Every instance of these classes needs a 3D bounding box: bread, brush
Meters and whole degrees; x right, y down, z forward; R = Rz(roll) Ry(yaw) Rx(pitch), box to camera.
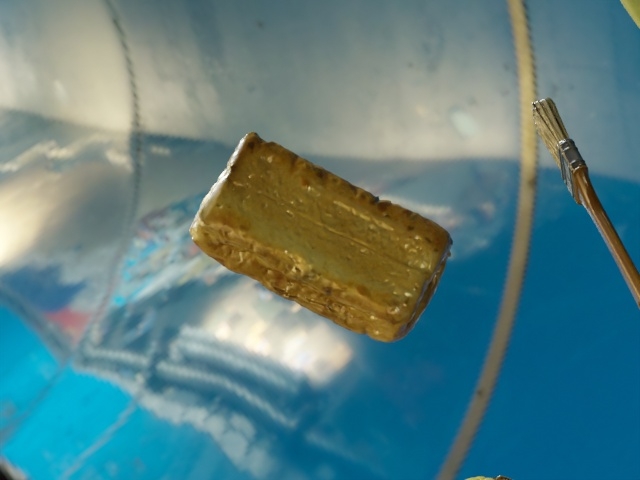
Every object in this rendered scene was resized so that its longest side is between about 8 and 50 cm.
[{"bbox_3d":[0.000,0.000,1.215,0.211,0.114,0.083,29,-17,5],"label":"bread"},{"bbox_3d":[0.169,-0.016,0.885,0.043,0.014,0.170,65,3,-57],"label":"brush"}]

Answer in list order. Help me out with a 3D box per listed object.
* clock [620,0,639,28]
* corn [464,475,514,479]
[{"bbox_3d":[0.169,-0.109,0.413,0.308,0.096,0.235,41,-20,15],"label":"clock"},{"bbox_3d":[0.030,0.194,0.655,0.081,0.248,0.081,23,-48,29],"label":"corn"}]
